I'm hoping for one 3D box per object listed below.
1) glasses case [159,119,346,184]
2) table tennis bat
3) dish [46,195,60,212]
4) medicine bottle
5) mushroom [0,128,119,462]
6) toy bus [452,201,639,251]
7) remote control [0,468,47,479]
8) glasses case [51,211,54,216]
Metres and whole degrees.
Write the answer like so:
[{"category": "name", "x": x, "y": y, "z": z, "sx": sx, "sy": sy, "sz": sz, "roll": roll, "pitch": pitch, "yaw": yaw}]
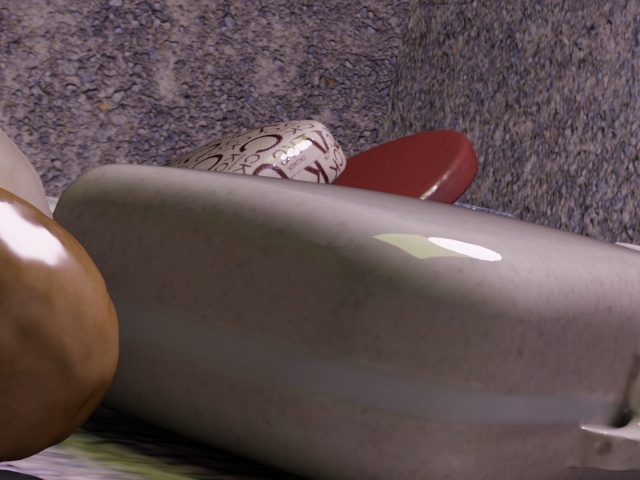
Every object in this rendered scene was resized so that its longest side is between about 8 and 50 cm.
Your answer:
[{"category": "glasses case", "x": -0.104, "y": -0.024, "z": 1.219, "sx": 0.137, "sy": 0.085, "sz": 0.354, "roll": -38, "pitch": 11, "yaw": -28}, {"category": "table tennis bat", "x": 0.000, "y": 0.000, "z": 1.173, "sx": 0.268, "sy": 0.051, "sz": 0.415, "roll": -26, "pitch": 13, "yaw": 11}, {"category": "dish", "x": -0.297, "y": -0.016, "z": 1.650, "sx": 0.234, "sy": 0.064, "sz": 0.154, "roll": 13, "pitch": 1, "yaw": 6}, {"category": "medicine bottle", "x": 0.062, "y": 0.045, "z": 0.723, "sx": 0.282, "sy": 0.123, "sz": 0.375, "roll": 14, "pitch": 2, "yaw": 39}, {"category": "mushroom", "x": -0.174, "y": 0.003, "z": 0.611, "sx": 0.128, "sy": 0.128, "sz": 0.350, "roll": 11, "pitch": 5, "yaw": -26}, {"category": "toy bus", "x": 0.178, "y": 0.048, "z": 1.347, "sx": 0.342, "sy": 0.138, "sz": 0.097, "roll": 11, "pitch": 1, "yaw": -25}, {"category": "remote control", "x": -0.156, "y": 0.055, "z": 0.426, "sx": 0.261, "sy": 0.029, "sz": 0.067, "roll": 12, "pitch": 2, "yaw": 35}, {"category": "glasses case", "x": -0.165, "y": 0.020, "z": 1.102, "sx": 0.103, "sy": 0.067, "sz": 0.266, "roll": 10, "pitch": 2, "yaw": -38}]
